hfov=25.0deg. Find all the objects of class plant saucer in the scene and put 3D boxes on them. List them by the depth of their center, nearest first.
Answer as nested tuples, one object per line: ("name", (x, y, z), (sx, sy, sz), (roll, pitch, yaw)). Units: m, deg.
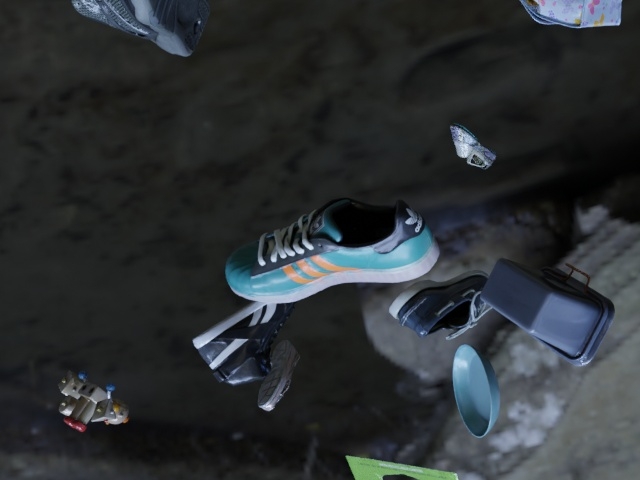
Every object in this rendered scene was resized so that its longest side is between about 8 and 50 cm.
("plant saucer", (0.200, 0.188, 1.826), (0.021, 0.119, 0.119), (-7, 155, -17))

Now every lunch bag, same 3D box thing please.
("lunch bag", (0.235, -0.229, 1.368), (0.071, 0.083, 0.053), (-13, 120, -46))

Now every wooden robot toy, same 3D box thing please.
("wooden robot toy", (-0.305, 0.235, 1.995), (0.079, 0.076, 0.173), (37, 166, -30))

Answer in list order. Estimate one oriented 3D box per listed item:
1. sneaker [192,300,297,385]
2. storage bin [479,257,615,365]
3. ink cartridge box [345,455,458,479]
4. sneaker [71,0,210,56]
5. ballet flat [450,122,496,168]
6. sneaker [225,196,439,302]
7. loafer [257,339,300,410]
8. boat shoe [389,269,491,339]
("sneaker", (-0.079, 0.148, 2.264), (0.217, 0.121, 0.079), (-31, -178, 1))
("storage bin", (0.253, 0.068, 1.637), (0.091, 0.135, 0.098), (22, 99, -35))
("ink cartridge box", (0.121, 0.428, 1.973), (0.189, 0.097, 0.255), (3, 126, 37))
("sneaker", (-0.187, -0.249, 1.380), (0.130, 0.087, 0.227), (19, 174, 7))
("ballet flat", (0.231, -0.140, 2.222), (0.041, 0.041, 0.114), (-26, 143, 27))
("sneaker", (0.000, 0.000, 1.937), (0.302, 0.108, 0.121), (-10, 138, 19))
("loafer", (-0.056, 0.202, 2.119), (0.045, 0.125, 0.039), (-27, 122, 38))
("boat shoe", (0.201, 0.100, 2.186), (0.095, 0.079, 0.254), (-50, 157, 22))
